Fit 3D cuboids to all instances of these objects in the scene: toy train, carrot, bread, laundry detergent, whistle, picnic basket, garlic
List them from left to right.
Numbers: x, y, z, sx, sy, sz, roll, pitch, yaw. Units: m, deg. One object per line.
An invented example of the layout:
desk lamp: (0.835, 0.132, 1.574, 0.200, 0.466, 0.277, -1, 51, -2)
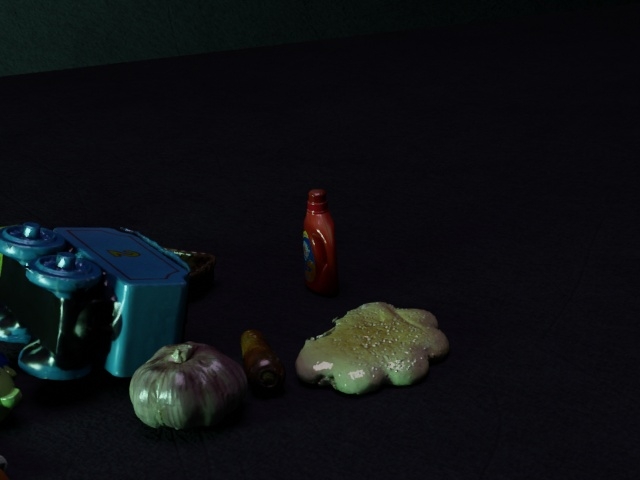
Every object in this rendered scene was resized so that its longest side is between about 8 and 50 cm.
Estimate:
whistle: (-0.475, 0.193, 1.840, 0.105, 0.085, 0.227, -15, 23, -12)
toy train: (-0.342, 0.082, 1.943, 0.265, 0.188, 0.300, -1, 17, -33)
picnic basket: (-0.271, 0.053, 2.185, 0.193, 0.055, 0.110, 5, 23, 24)
garlic: (-0.180, 0.192, 1.767, 0.159, 0.102, 0.147, -4, 23, 3)
carrot: (-0.086, 0.167, 1.879, 0.055, 0.055, 0.161, -8, 20, -9)
laundry detergent: (0.000, 0.000, 2.116, 0.049, 0.165, 0.097, -12, 23, -21)
bread: (0.087, 0.151, 1.900, 0.181, 0.039, 0.251, 9, 25, 31)

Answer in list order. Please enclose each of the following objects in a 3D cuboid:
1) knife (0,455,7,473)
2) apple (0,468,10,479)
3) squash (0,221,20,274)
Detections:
knife: (-0.513, 0.258, 1.724, 0.265, 0.041, 0.073, 17, 1, 36)
apple: (-0.419, 0.310, 1.431, 0.201, 0.162, 0.201, 1, 20, 0)
squash: (-0.599, 0.029, 2.269, 0.187, 0.095, 0.095, -9, 22, -4)
